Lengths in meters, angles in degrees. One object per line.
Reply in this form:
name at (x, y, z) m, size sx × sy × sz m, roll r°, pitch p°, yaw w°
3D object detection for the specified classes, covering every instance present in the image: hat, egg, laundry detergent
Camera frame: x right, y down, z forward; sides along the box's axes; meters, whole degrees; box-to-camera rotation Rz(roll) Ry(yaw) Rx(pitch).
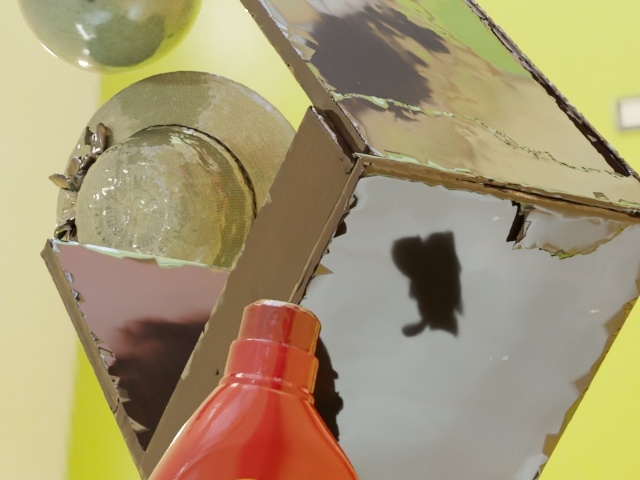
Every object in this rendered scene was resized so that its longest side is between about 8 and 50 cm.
hat at (-0.136, -0.023, 1.699) m, size 0.130 × 0.257 × 0.257 m, roll -3°, pitch -94°, yaw -75°
egg at (-0.189, -0.234, 1.756) m, size 0.236 × 0.169 × 0.169 m, roll 107°, pitch 158°, yaw -83°
laundry detergent at (-0.021, 0.103, 0.676) m, size 0.049 × 0.097 × 0.165 m, roll 146°, pitch 137°, yaw -68°

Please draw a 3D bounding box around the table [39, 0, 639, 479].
table at (0.000, 0.000, 1.053) m, size 0.250 × 0.196 × 0.282 m, roll -65°, pitch 35°, yaw 26°
